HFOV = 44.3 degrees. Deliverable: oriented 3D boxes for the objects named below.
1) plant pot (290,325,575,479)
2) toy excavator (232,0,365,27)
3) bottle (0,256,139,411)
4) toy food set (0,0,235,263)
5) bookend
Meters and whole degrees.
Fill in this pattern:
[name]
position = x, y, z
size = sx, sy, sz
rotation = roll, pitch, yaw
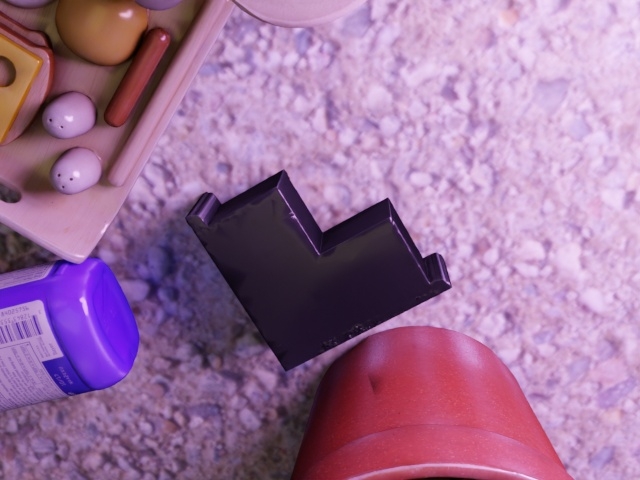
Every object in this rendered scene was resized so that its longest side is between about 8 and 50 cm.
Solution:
[plant pot]
position = 0.085, 0.213, 0.621
size = 0.273, 0.265, 0.272
rotation = 1, 110, 4
[toy excavator]
position = -0.064, -0.405, 0.433
size = 0.433, 0.222, 0.445
rotation = 29, 111, -6
[bottle]
position = -0.309, 0.098, 0.693
size = 0.283, 0.092, 0.118
rotation = -14, 117, 9
[toy food set]
position = -0.209, -0.157, 0.595
size = 0.220, 0.092, 0.306
rotation = 32, 108, -8
[bookend]
position = 0.000, 0.000, 0.651
size = 0.156, 0.072, 0.157
rotation = -29, 105, 12
